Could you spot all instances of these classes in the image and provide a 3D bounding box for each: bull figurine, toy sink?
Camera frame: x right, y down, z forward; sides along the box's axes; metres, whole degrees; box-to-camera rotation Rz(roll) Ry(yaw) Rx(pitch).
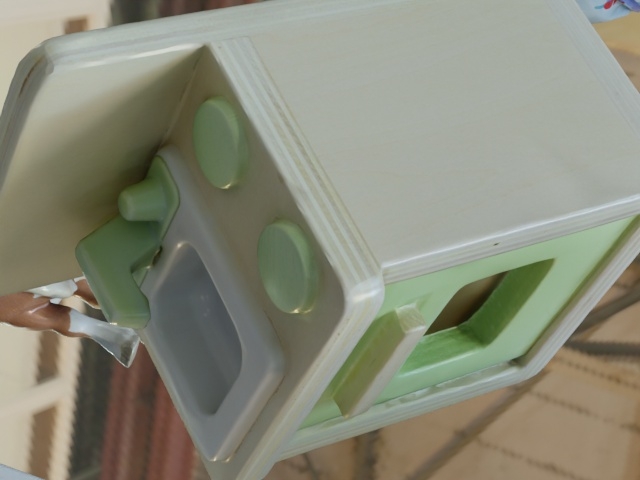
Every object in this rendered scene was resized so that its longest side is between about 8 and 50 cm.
[{"bbox_3d":[-0.196,0.013,1.155,0.188,0.310,0.101,23,-78,1],"label":"bull figurine"},{"bbox_3d":[0.000,0.000,0.672,0.131,0.234,0.153,61,-35,24],"label":"toy sink"}]

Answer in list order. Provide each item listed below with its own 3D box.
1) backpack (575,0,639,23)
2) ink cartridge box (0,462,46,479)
[{"bbox_3d":[0.084,-0.269,0.819,0.355,0.290,0.273,42,-87,21],"label":"backpack"},{"bbox_3d":[-0.141,0.248,1.153,0.289,0.211,0.121,22,-106,-8],"label":"ink cartridge box"}]
